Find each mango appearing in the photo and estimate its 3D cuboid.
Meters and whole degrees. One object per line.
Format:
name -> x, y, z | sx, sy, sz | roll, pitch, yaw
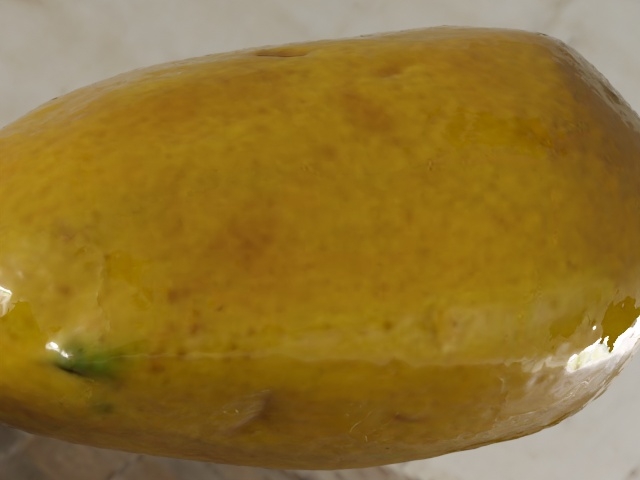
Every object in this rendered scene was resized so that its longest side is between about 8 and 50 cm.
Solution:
mango -> 0.000, 0.000, 0.463 | 0.227, 0.109, 0.147 | -12, 33, -38
